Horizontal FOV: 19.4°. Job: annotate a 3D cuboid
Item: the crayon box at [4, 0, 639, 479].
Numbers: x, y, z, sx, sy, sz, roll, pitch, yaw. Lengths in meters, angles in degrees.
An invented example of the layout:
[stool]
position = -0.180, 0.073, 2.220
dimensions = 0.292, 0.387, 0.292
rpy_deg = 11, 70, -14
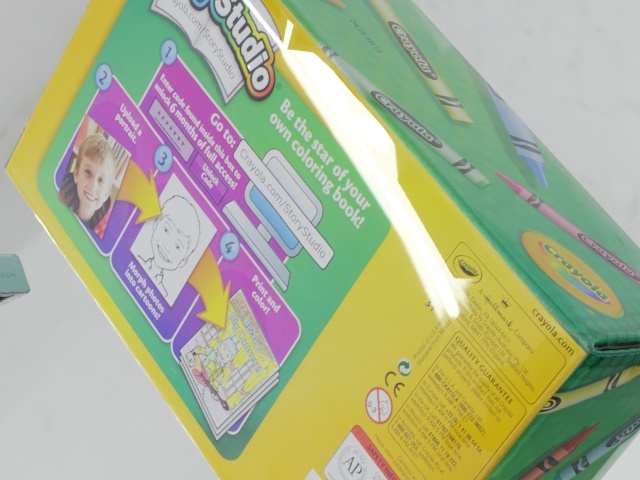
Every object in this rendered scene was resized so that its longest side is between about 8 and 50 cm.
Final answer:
[crayon box]
position = 0.000, 0.000, 0.730
dimensions = 0.081, 0.278, 0.165
rpy_deg = -3, -45, -46

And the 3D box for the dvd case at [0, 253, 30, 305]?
[dvd case]
position = -0.141, 0.030, 0.451
dimensions = 0.119, 0.013, 0.087
rpy_deg = -25, -10, 22
